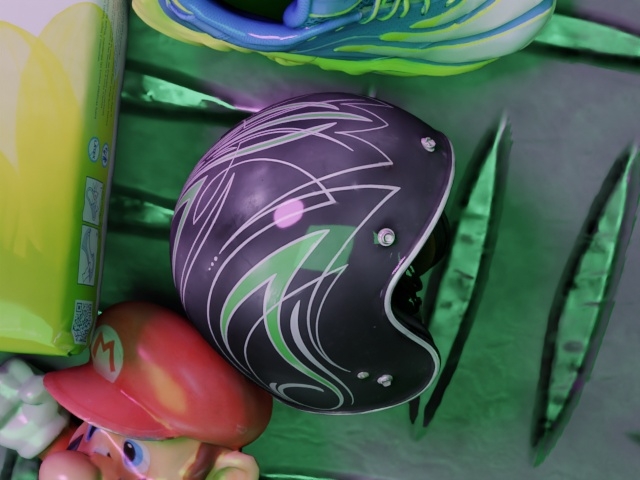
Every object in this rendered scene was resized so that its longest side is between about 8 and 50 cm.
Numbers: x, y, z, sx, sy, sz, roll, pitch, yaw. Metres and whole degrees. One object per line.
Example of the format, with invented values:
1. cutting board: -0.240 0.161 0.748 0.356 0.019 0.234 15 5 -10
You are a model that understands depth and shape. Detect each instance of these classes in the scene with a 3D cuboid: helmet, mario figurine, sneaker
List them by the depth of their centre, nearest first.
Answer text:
1. sneaker: 0.022 -0.122 0.613 0.240 0.126 0.091 -2 107 -11
2. helmet: 0.000 0.000 0.655 0.169 0.169 0.161 -17 127 7
3. mario figurine: -0.133 0.188 0.724 0.198 0.170 0.320 9 112 0

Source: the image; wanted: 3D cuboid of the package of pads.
1. package of pads: -0.257 -0.064 0.629 0.296 0.101 0.229 6 85 -2
